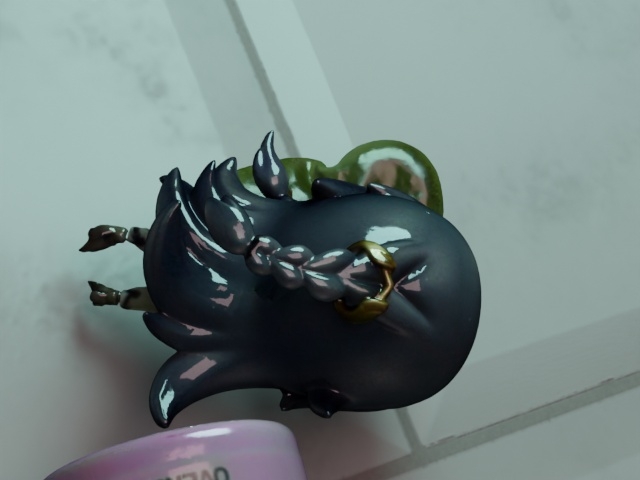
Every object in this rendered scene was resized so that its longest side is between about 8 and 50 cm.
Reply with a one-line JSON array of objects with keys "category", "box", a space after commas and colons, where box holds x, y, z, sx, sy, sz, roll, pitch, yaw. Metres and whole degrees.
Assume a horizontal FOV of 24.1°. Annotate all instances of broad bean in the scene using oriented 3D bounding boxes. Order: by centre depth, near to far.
[{"category": "broad bean", "box": [0.000, -0.001, 1.170, 0.206, 0.072, 0.153, -23, 75, -19]}]

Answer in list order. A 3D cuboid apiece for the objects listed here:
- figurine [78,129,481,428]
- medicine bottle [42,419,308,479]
[{"category": "figurine", "box": [-0.019, 0.036, 1.044, 0.265, 0.197, 0.175, -4, 112, -21]}, {"category": "medicine bottle", "box": [-0.067, 0.273, 0.938, 0.178, 0.178, 0.291, -5, 69, -27]}]
